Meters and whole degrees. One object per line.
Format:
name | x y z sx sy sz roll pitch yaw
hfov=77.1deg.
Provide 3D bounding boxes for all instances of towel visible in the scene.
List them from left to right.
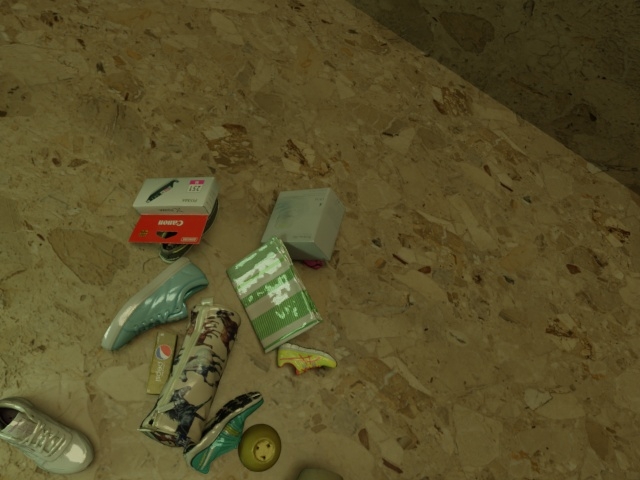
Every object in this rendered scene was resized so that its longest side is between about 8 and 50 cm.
towel | -0.163 0.180 1.338 0.248 0.038 0.324 -34 75 19

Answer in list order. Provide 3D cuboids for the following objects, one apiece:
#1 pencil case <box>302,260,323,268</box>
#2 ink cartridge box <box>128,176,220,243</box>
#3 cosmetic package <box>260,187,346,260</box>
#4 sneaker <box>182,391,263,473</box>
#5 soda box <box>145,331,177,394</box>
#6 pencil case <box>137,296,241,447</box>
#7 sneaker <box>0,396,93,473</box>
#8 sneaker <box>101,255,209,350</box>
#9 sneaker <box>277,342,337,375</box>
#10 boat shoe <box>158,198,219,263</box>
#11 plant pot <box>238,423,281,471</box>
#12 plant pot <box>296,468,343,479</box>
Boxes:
pencil case | 0.000 0.000 1.513 0.095 0.098 0.209 23 65 -7
ink cartridge box | -0.503 -0.105 1.354 0.275 0.060 0.238 1 56 15
cosmetic package | -0.059 -0.056 1.436 0.224 0.138 0.224 0 60 32
sneaker | -0.278 0.571 1.214 0.275 0.107 0.110 -40 99 -19
soda box | -0.487 0.379 1.239 0.061 0.058 0.181 8 67 -13
pencil case | -0.370 0.381 1.186 0.160 0.183 0.410 6 56 13
sneaker | -0.749 0.521 1.055 0.305 0.152 0.114 33 61 -3
sneaker | -0.501 0.216 1.260 0.150 0.135 0.366 38 64 5
sneaker | -0.049 0.409 1.346 0.209 0.081 0.094 12 65 1
boat shoe | -0.453 -0.058 1.409 0.109 0.091 0.305 31 64 -2
plant pot | -0.176 0.626 1.207 0.134 0.095 0.134 6 67 -14
plant pot | -0.017 0.803 1.119 0.257 0.256 0.273 18 49 -8
